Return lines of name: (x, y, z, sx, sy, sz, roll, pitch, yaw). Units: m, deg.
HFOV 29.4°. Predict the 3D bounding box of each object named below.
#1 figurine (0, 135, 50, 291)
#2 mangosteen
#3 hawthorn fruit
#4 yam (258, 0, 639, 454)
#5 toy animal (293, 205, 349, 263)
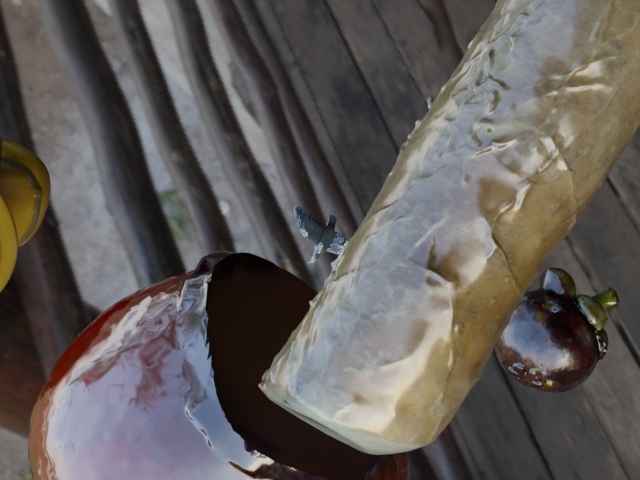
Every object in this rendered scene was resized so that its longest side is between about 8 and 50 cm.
figurine: (-0.321, -0.018, 1.020, 0.167, 0.257, 0.192, 31, 116, 13)
mangosteen: (0.345, 0.135, 1.833, 0.172, 0.172, 0.184, 9, 75, 32)
hawthorn fruit: (-0.073, 0.131, 0.718, 0.249, 0.215, 0.215, -22, 58, 23)
yam: (0.100, -0.075, 0.447, 0.081, 0.081, 0.357, 35, 95, 36)
toy animal: (0.000, 0.000, 1.200, 0.050, 0.084, 0.028, -57, 30, 18)
